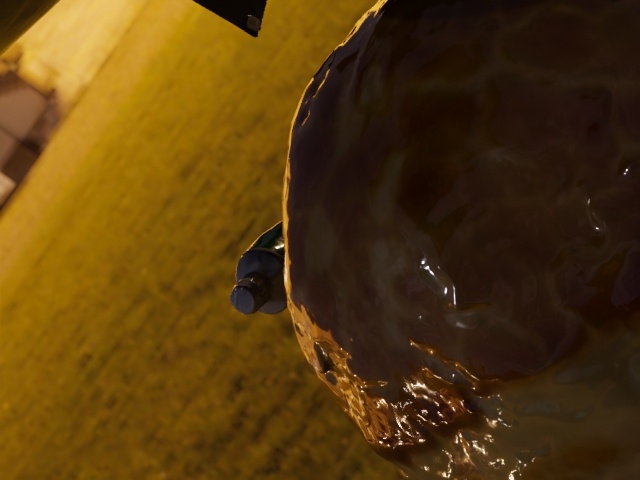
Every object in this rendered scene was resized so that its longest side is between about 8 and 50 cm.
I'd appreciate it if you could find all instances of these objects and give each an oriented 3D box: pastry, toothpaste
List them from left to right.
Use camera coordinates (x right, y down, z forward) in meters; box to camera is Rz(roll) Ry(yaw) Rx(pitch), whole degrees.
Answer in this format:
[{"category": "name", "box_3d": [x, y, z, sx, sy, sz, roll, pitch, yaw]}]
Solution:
[{"category": "toothpaste", "box_3d": [0.000, 0.000, 1.244, 0.047, 0.078, 0.248, 0, 20, 29]}, {"category": "pastry", "box_3d": [0.147, -0.018, 0.919, 0.388, 0.312, 0.389, -24, 64, 61]}]

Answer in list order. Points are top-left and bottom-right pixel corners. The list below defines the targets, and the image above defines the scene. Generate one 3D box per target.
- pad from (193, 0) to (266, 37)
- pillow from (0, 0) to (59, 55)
[{"category": "pad", "box_3d": [-0.132, -0.287, 1.622, 0.004, 0.193, 0.116, -40, 29, 45]}, {"category": "pillow", "box_3d": [-0.198, -0.119, 0.724, 0.255, 0.120, 0.322, -40, 6, 17]}]
